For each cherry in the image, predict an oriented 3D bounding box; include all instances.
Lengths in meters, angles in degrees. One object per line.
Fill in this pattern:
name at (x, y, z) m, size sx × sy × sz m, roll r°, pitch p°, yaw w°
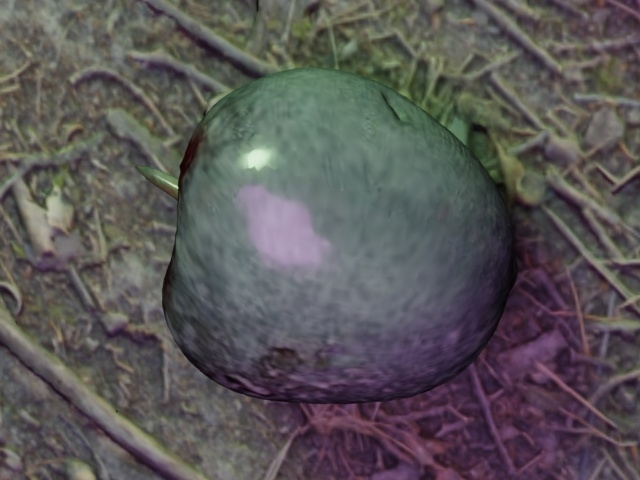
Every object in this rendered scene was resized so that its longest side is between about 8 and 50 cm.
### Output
cherry at (0.000, 0.000, 1.424) m, size 0.296 × 0.218 × 0.255 m, roll 14°, pitch 116°, yaw 1°
